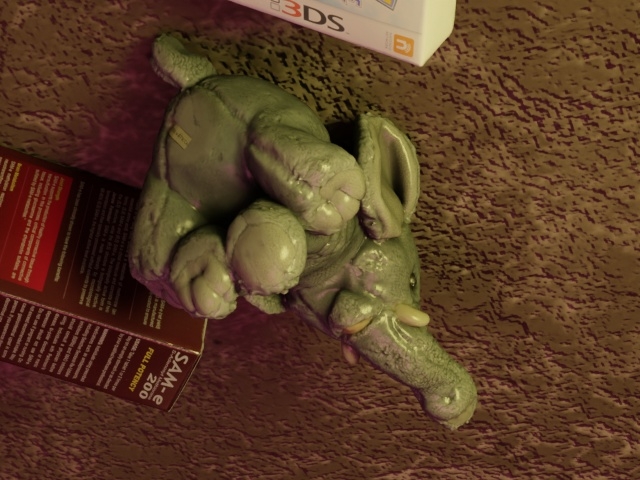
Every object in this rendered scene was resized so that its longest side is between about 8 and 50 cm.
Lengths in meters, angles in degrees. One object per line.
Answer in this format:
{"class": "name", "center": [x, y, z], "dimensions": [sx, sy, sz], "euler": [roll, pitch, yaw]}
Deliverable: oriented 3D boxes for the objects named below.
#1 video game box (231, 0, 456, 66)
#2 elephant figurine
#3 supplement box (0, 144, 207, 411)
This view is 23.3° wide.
{"class": "video game box", "center": [-0.014, -0.207, 0.809], "dimensions": [0.187, 0.048, 0.205], "euler": [20, 138, 18]}
{"class": "elephant figurine", "center": [0.000, 0.000, 0.997], "dimensions": [0.169, 0.186, 0.239], "euler": [15, 176, 40]}
{"class": "supplement box", "center": [-0.193, 0.014, 1.032], "dimensions": [0.239, 0.130, 0.073], "euler": [19, 133, -12]}
